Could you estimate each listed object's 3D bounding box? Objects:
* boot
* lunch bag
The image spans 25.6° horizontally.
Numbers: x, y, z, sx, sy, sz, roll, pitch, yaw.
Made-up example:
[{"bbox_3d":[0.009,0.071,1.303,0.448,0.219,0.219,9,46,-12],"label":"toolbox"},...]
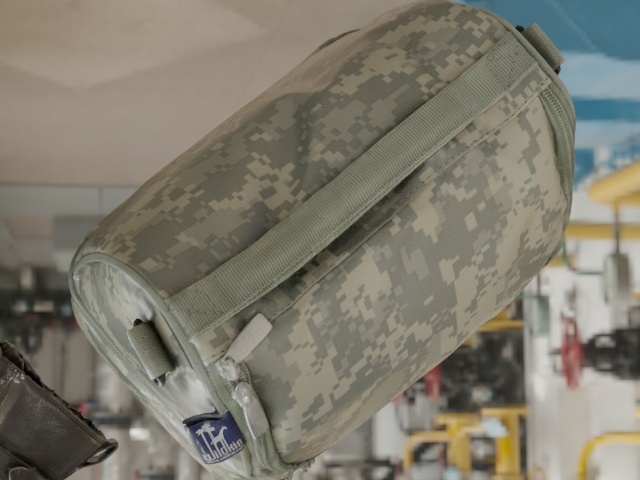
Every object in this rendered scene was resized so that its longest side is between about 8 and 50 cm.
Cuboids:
[{"bbox_3d":[-0.330,0.173,1.169,0.263,0.229,0.091,37,179,-21],"label":"boot"},{"bbox_3d":[0.000,0.000,0.877,0.305,0.212,0.256,-39,174,-17],"label":"lunch bag"}]
